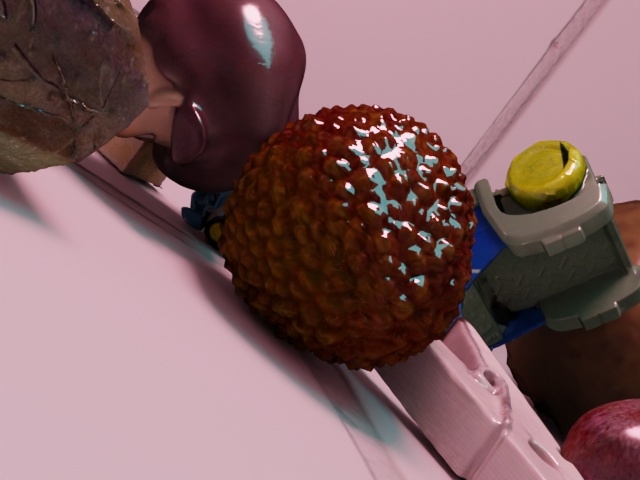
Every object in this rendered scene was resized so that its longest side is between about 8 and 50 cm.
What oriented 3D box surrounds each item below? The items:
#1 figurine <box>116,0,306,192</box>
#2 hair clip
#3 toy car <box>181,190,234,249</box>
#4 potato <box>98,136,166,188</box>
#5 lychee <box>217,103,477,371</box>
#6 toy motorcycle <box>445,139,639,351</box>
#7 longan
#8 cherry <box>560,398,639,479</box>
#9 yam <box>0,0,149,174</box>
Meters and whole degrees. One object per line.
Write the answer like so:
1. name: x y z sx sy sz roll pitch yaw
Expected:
1. figurine: -0.183 -0.140 1.381 0.365 0.206 0.218 -4 6 -22
2. hair clip: 0.148 0.173 1.315 0.101 0.085 0.331 29 16 -35
3. toy car: -0.062 -0.001 1.519 0.161 0.098 0.126 9 30 5
4. potato: -0.205 -0.113 1.556 0.122 0.061 0.086 39 7 35
5. lychee: 0.028 0.000 1.309 0.236 0.236 0.271 33 26 -31
6. toy motorcycle: 0.213 0.045 1.740 0.191 0.326 0.200 57 13 -39
7. longan: 0.437 0.133 1.961 0.391 0.391 0.391 36 7 -5
8. cherry: 0.362 0.248 1.648 0.176 0.140 0.176 25 19 -9
9. yam: -0.269 -0.166 1.092 0.271 0.201 0.202 40 4 -42
